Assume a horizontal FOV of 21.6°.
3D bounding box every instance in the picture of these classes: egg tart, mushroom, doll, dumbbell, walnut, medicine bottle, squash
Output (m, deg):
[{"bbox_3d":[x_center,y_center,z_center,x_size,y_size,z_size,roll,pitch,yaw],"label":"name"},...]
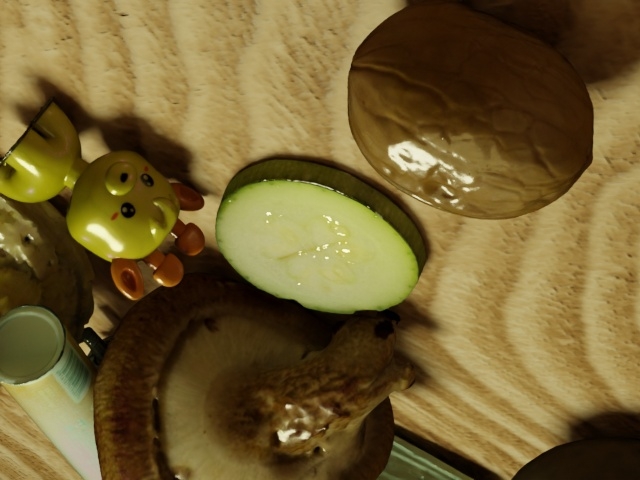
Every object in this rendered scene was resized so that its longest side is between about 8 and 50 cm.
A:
[{"bbox_3d":[-0.427,0.065,1.859,0.351,0.150,0.352,3,127,4],"label":"egg tart"},{"bbox_3d":[-0.078,0.182,1.791,0.345,0.345,0.259,29,153,-13],"label":"mushroom"},{"bbox_3d":[-0.218,-0.038,1.672,0.221,0.143,0.135,35,146,-8],"label":"doll"},{"bbox_3d":[-0.232,0.182,2.083,0.081,0.082,0.254,3,146,29],"label":"dumbbell"},{"bbox_3d":[0.119,-0.100,1.324,0.207,0.167,0.167,23,150,1],"label":"walnut"},{"bbox_3d":[-0.269,0.203,1.917,0.108,0.108,0.426,12,154,17],"label":"medicine bottle"},{"bbox_3d":[0.001,-0.004,1.681,0.219,0.041,0.219,13,146,9],"label":"squash"}]

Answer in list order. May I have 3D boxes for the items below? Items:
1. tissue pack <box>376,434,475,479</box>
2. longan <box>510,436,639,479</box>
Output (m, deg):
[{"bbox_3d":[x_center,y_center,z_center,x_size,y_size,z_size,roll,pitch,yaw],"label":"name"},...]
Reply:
[{"bbox_3d":[0.008,0.361,2.139,0.287,0.162,0.388,29,149,-7],"label":"tissue pack"},{"bbox_3d":[0.322,0.343,1.796,0.300,0.300,0.243,7,118,24],"label":"longan"}]
